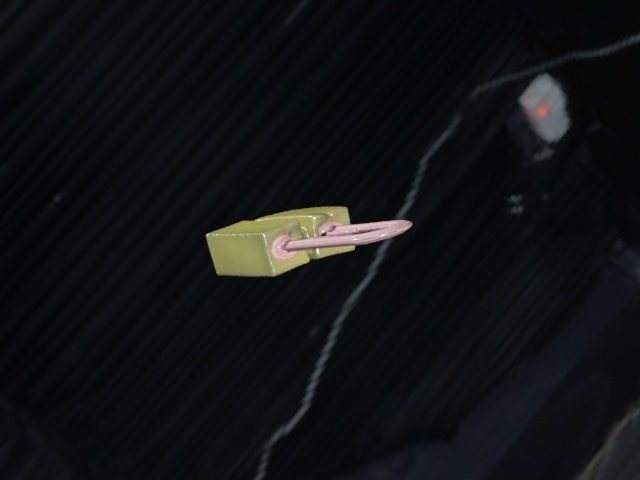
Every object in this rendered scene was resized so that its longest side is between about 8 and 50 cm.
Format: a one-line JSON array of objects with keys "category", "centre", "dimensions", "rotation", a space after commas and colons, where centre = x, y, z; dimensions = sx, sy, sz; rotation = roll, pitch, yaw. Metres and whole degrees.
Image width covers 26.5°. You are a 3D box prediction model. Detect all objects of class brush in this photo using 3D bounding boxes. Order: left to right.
[{"category": "brush", "centre": [0.000, 0.000, 1.238], "dimensions": [0.233, 0.103, 0.047], "rotation": [-2, -77, 55]}]
